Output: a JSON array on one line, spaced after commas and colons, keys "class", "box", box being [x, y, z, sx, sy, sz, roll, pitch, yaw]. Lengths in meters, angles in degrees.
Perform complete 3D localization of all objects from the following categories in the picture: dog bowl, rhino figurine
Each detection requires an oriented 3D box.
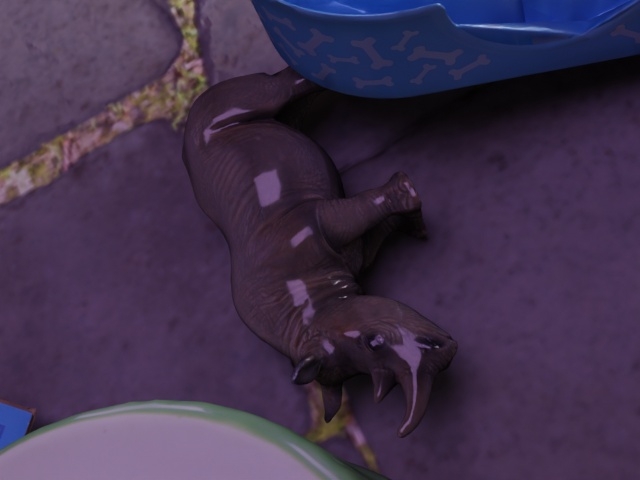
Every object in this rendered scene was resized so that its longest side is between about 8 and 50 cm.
[{"class": "dog bowl", "box": [0.099, -0.157, 0.731, 0.297, 0.074, 0.166, -10, 50, -1]}, {"class": "rhino figurine", "box": [0.000, 0.000, 0.729, 0.106, 0.073, 0.243, -24, 56, 1]}]

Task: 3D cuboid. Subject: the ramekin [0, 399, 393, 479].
[{"class": "ramekin", "box": [-0.060, 0.215, 0.600, 0.303, 0.148, 0.303, -9, 62, 17]}]

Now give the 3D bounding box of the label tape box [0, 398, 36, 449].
[{"class": "label tape box", "box": [-0.348, 0.153, 0.746, 0.334, 0.106, 0.240, 20, 70, -6]}]
